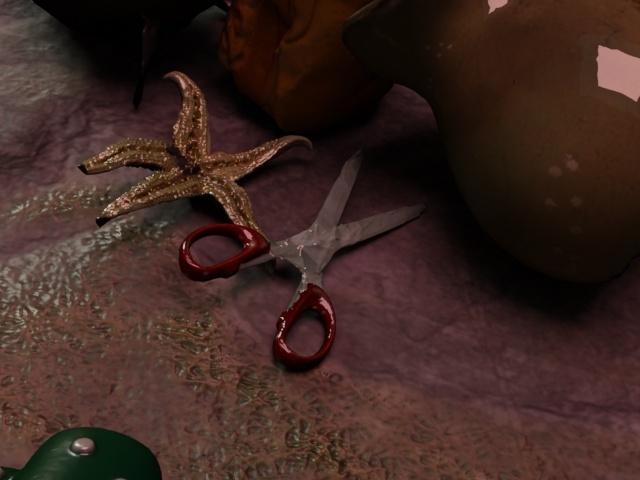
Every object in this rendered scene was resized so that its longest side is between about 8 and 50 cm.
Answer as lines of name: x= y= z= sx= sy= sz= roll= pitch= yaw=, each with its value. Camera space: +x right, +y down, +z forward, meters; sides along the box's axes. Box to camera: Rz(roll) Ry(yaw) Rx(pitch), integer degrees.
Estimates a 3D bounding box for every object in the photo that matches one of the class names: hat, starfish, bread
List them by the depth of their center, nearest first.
starfish: x=-0.100 y=-0.055 z=1.176 sx=0.223 sy=0.050 sz=0.217 roll=-17 pitch=56 yaw=-30
bread: x=0.032 y=-0.258 z=1.208 sx=0.148 sy=0.344 sz=0.195 roll=36 pitch=44 yaw=13
hat: x=-0.110 y=-0.274 z=1.271 sx=0.209 sy=0.336 sz=0.238 roll=50 pitch=21 yaw=-16

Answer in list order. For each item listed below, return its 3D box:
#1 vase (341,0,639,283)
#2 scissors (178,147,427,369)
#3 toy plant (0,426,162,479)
vase: x=0.198 y=-0.125 z=1.205 sx=0.302 sy=0.241 sz=0.329 roll=42 pitch=10 yaw=10
scissors: x=0.000 y=0.000 z=1.152 sx=0.144 sy=0.017 sz=0.247 roll=42 pitch=45 yaw=7
toy plant: x=-0.164 y=0.215 z=0.827 sx=0.232 sy=0.113 sz=0.243 roll=-5 pitch=39 yaw=-21
